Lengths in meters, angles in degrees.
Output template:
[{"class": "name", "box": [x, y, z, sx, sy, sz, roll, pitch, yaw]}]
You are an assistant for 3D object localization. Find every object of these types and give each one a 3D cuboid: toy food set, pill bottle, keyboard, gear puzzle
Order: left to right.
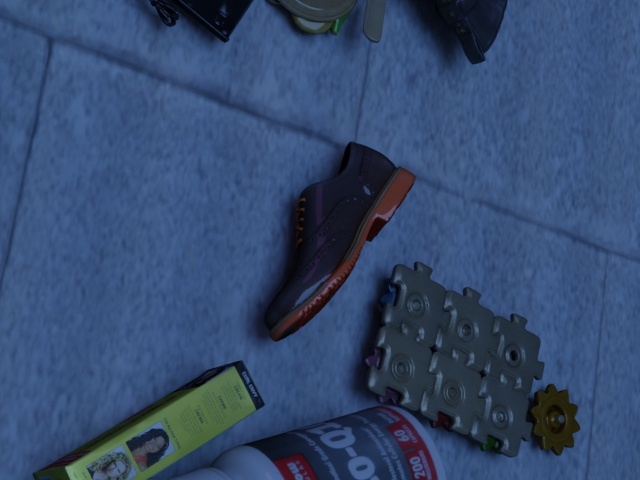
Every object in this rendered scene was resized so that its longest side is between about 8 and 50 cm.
[{"class": "keyboard", "box": [-0.164, -0.289, 1.782, 0.180, 0.023, 0.108, 37, 56, -15]}, {"class": "pill bottle", "box": [-0.021, 0.278, 1.687, 0.283, 0.161, 0.161, -12, 87, -35]}, {"class": "toy food set", "box": [-0.014, -0.305, 1.892, 0.192, 0.038, 0.132, 20, 64, -18]}, {"class": "gear puzzle", "box": [0.187, 0.160, 1.929, 0.339, 0.044, 0.175, 28, 65, -30]}]

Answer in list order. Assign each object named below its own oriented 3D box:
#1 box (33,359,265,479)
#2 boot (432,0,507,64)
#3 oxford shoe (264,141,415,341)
[{"class": "box", "box": [-0.172, 0.202, 1.649, 0.232, 0.087, 0.058, -30, 95, -33]}, {"class": "boot", "box": [0.154, -0.369, 1.990, 0.229, 0.091, 0.263, 43, 46, -34]}, {"class": "oxford shoe", "box": [0.000, 0.000, 1.815, 0.098, 0.097, 0.271, 37, 56, 0]}]
